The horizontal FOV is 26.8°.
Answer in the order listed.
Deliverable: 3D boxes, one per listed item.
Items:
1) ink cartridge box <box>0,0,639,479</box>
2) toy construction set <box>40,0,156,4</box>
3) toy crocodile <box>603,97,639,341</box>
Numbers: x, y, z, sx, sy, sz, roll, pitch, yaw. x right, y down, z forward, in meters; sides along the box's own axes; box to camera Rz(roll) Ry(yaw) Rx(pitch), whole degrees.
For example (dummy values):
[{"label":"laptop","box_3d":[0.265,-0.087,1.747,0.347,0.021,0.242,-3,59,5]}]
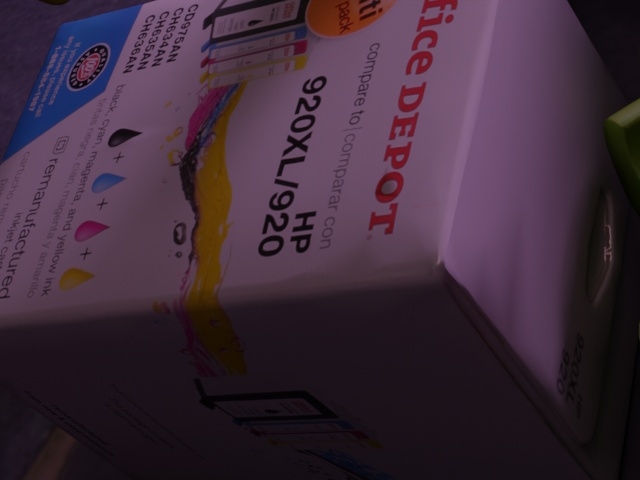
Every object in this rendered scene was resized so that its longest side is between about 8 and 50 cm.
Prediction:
[{"label":"ink cartridge box","box_3d":[0.000,0.000,0.564,0.233,0.168,0.171,-7,52,32]},{"label":"toy construction set","box_3d":[-0.014,-0.173,0.670,0.328,0.215,0.151,4,63,52]},{"label":"toy crocodile","box_3d":[0.167,0.081,0.421,0.115,0.105,0.340,-23,47,21]}]
